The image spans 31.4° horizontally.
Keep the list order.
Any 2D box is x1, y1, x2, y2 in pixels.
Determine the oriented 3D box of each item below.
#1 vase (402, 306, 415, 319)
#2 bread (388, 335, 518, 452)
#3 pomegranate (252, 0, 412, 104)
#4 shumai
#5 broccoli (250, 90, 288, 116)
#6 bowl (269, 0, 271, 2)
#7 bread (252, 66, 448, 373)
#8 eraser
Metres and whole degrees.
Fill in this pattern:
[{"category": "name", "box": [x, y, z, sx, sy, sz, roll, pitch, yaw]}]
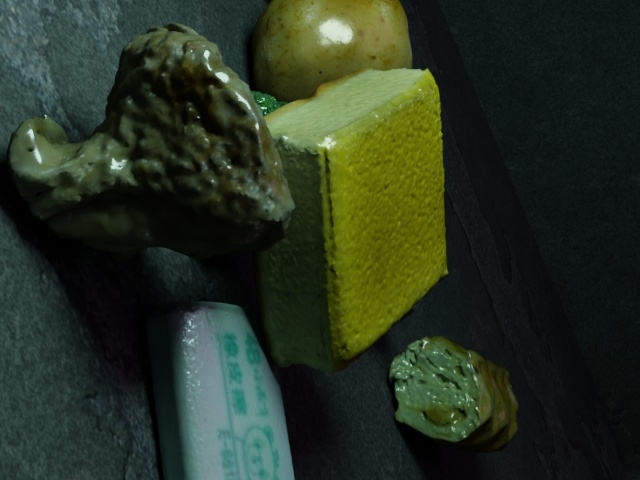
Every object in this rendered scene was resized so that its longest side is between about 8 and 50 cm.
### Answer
[{"category": "vase", "box": [0.090, 0.035, 2.126, 0.128, 0.128, 0.248, 22, 44, -63]}, {"category": "bread", "box": [0.263, 0.302, 2.222, 0.196, 0.238, 0.252, -67, 158, -1]}, {"category": "pomegranate", "box": [0.024, -0.332, 2.012, 0.307, 0.307, 0.307, 50, 30, -44]}, {"category": "shumai", "box": [-0.203, -0.077, 1.287, 0.314, 0.262, 0.267, 46, -30, 30]}, {"category": "broccoli", "box": [-0.104, -0.109, 1.656, 0.242, 0.261, 0.269, -56, 169, -36]}, {"category": "bowl", "box": [-0.041, -0.553, 2.216, 0.337, 0.157, 0.337, 52, 28, -42]}, {"category": "bread", "box": [0.044, -0.035, 1.513, 0.323, 0.143, 0.333, -35, 127, -50]}, {"category": "eraser", "box": [-0.124, 0.230, 1.443, 0.189, 0.104, 0.290, 14, 61, -52]}]
